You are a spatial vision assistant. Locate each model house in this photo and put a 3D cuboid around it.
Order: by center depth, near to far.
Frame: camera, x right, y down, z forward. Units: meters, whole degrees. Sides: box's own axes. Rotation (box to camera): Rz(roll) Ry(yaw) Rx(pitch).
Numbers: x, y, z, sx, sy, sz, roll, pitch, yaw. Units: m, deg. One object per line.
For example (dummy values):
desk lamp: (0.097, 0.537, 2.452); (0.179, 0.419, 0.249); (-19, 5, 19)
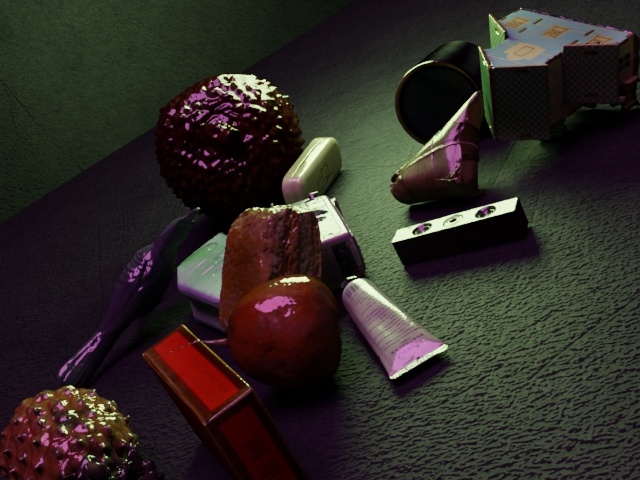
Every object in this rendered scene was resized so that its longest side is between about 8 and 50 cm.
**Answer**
model house: (0.346, -0.249, 1.371); (0.206, 0.178, 0.271); (-32, 43, -27)

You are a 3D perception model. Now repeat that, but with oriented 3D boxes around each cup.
cup: (0.273, -0.261, 1.598); (0.166, 0.239, 0.177); (-64, -6, 35)

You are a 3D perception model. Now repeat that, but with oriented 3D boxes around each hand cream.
hand cream: (0.084, 0.107, 1.123); (0.080, 0.050, 0.234); (-30, 28, -6)

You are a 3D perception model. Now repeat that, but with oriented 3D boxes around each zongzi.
zongzi: (0.190, -0.149, 1.400); (0.160, 0.078, 0.176); (-7, 70, 39)

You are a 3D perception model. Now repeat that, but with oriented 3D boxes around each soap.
soap: (-0.150, 0.067, 1.398); (0.145, 0.091, 0.230); (-39, 26, -24)

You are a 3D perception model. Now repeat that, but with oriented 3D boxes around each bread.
bread: (-0.072, 0.042, 1.226); (0.102, 0.196, 0.138); (5, 0, -36)

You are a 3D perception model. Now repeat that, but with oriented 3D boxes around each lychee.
lychee: (-0.180, -0.184, 1.715); (0.306, 0.306, 0.330); (-29, -5, -2)

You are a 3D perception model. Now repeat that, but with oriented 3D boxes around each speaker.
speaker: (0.199, -0.011, 1.229); (0.191, 0.046, 0.040); (-16, 24, 29)

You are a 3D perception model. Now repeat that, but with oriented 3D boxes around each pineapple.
pineapple: (-0.257, 0.287, 1.011); (0.169, 0.169, 0.340); (-40, 34, -25)

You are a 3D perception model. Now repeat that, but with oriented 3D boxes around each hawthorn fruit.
hawthorn fruit: (-0.053, 0.128, 1.084); (0.189, 0.149, 0.149); (-29, 22, -19)

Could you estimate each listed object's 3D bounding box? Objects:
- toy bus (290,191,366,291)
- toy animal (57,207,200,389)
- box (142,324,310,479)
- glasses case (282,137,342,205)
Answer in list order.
toy bus: (0.000, 0.000, 1.364); (0.108, 0.096, 0.199); (-24, 25, -1)
toy animal: (-0.317, 0.089, 1.480); (0.367, 0.081, 0.206); (-54, 4, -2)
box: (-0.112, 0.204, 0.994); (0.074, 0.153, 0.239); (-39, 25, -15)
glasses case: (-0.014, -0.129, 1.657); (0.050, 0.083, 0.196); (2, 36, 25)
